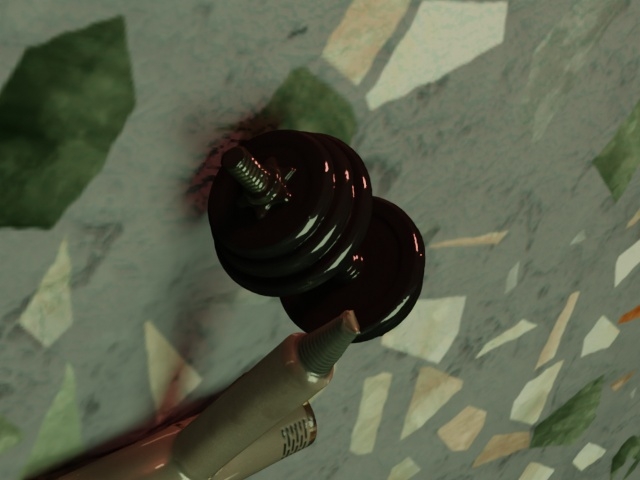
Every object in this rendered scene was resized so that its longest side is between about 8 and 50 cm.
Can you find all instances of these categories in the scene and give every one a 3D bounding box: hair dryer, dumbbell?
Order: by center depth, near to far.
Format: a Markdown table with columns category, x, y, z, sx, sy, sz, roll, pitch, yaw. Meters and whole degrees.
| category | x | y | z | sx | sy | sz | roll | pitch | yaw |
| --- | --- | --- | --- | --- | --- | --- | --- | --- | --- |
| dumbbell | 0.000 | 0.000 | 0.683 | 0.099 | 0.099 | 0.208 | -49 | 144 | -2 |
| hair dryer | -0.059 | 0.111 | 0.684 | 0.195 | 0.053 | 0.220 | -21 | 166 | -33 |
